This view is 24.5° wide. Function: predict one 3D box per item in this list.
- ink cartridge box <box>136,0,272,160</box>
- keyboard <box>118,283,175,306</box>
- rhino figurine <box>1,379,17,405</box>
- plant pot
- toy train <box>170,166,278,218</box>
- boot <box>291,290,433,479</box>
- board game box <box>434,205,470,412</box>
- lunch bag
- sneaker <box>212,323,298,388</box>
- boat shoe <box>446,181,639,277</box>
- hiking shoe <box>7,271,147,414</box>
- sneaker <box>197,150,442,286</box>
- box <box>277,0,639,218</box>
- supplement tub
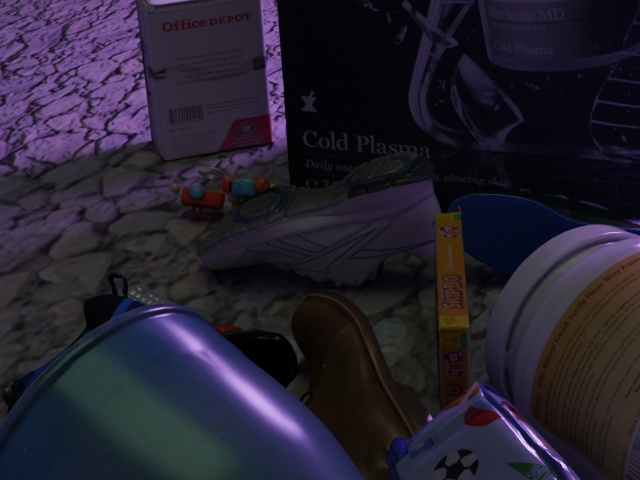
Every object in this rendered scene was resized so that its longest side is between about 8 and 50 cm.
[{"bbox_3d":[-0.158,-0.235,1.994,0.158,0.218,0.092,-11,28,-15],"label":"ink cartridge box"},{"bbox_3d":[-0.145,0.104,1.549,0.072,0.014,0.256,-24,33,-35],"label":"keyboard"},{"bbox_3d":[-0.285,0.209,1.293,0.106,0.073,0.243,6,29,23],"label":"rhino figurine"},{"bbox_3d":[-0.074,0.224,1.061,0.255,0.271,0.271,31,40,27],"label":"plant pot"},{"bbox_3d":[-0.115,-0.046,1.770,0.125,0.046,0.166,10,-10,-12],"label":"toy train"},{"bbox_3d":[0.012,0.145,1.362,0.115,0.112,0.305,-20,32,-10],"label":"boot"},{"bbox_3d":[0.130,0.073,1.459,0.039,0.124,0.259,0,27,7],"label":"board game box"},{"bbox_3d":[0.170,0.251,1.003,0.115,0.243,0.303,-35,31,4],"label":"lunch bag"},{"bbox_3d":[-0.123,0.154,1.318,0.135,0.097,0.276,-11,16,46],"label":"sneaker"},{"bbox_3d":[0.264,0.001,1.643,0.258,0.109,0.089,16,17,0],"label":"boat shoe"},{"bbox_3d":[-0.214,0.178,1.204,0.132,0.113,0.304,31,71,27],"label":"hiking shoe"},{"bbox_3d":[0.000,0.000,1.643,0.297,0.129,0.111,-12,24,24],"label":"sneaker"},{"bbox_3d":[0.212,-0.291,1.788,0.480,0.472,0.297,6,28,18],"label":"box"},{"bbox_3d":[0.301,0.132,1.210,0.228,0.228,0.316,-16,30,-24],"label":"supplement tub"}]
